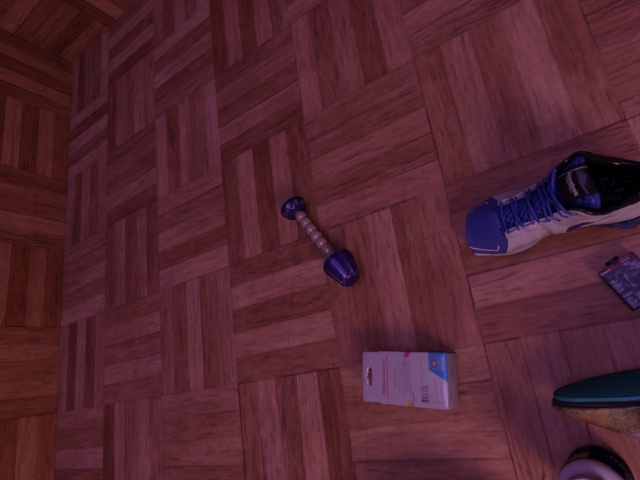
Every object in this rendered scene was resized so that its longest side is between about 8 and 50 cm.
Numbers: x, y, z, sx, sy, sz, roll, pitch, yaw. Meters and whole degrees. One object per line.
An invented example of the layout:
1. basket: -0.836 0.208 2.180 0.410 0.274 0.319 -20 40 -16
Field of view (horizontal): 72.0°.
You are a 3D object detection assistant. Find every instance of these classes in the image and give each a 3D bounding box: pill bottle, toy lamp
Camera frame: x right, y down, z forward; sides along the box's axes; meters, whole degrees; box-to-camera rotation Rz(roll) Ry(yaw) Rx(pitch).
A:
1. pill bottle: 0.398 0.361 0.637 0.094 0.169 0.094 -8 75 35
2. toy lamp: 0.000 0.000 1.065 0.080 0.080 0.274 -50 57 17

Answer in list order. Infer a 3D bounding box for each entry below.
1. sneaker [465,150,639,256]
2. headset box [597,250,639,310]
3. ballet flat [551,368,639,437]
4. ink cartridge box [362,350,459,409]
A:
1. sneaker: 0.387 -0.070 0.732 0.316 0.182 0.127 -16 70 33
2. headset box: 0.501 0.063 0.713 0.062 0.032 0.083 -43 57 20
3. ballet flat: 0.521 0.226 0.620 0.349 0.123 0.123 -30 64 28
4. ink cartridge box: 0.177 0.275 0.885 0.181 0.062 0.104 -8 75 34
